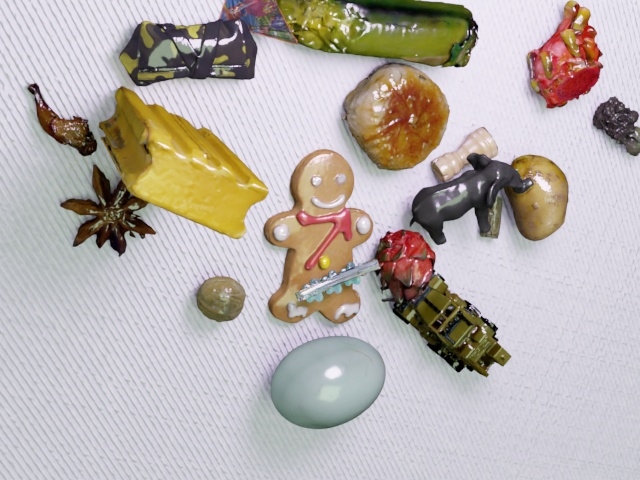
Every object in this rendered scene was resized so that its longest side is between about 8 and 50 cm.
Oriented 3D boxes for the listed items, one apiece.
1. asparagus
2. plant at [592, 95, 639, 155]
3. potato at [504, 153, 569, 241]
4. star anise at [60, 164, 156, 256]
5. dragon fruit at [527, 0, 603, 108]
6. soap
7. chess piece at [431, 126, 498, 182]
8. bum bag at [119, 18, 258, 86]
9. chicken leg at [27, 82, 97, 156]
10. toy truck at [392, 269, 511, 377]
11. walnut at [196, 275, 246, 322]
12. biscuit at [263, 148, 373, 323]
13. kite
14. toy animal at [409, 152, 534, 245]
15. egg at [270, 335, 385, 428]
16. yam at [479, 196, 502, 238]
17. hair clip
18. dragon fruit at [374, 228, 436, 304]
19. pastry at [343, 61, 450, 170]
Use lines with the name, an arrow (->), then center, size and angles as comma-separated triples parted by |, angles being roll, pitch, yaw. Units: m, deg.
asparagus -> 0.087, -0.370, 1.607 | 0.382, 0.128, 0.108 | 1, 148, -23
plant -> 0.631, -0.229, 1.927 | 0.085, 0.087, 0.174 | -34, 129, 30
potato -> 0.434, -0.088, 1.854 | 0.137, 0.137, 0.176 | -29, 120, -13
star anise -> -0.349, -0.048, 1.552 | 0.168, 0.057, 0.168 | -9, 111, -23
dragon fruit -> 0.477, -0.355, 1.789 | 0.133, 0.150, 0.208 | -7, 106, -53
soap -> -0.224, -0.127, 1.435 | 0.204, 0.324, 0.096 | 26, 100, -27
chess piece -> 0.275, -0.163, 1.797 | 0.122, 0.066, 0.066 | -29, 117, -6
bum bag -> -0.214, -0.308, 1.524 | 0.232, 0.060, 0.107 | -6, 110, -23
chicken leg -> -0.415, -0.188, 1.488 | 0.145, 0.037, 0.062 | 38, 67, -30
toy truck -> 0.266, 0.172, 1.869 | 0.257, 0.127, 0.127 | 42, 89, -26
walnut -> -0.178, 0.105, 1.669 | 0.092, 0.092, 0.092 | -8, 110, -22
biscuit -> 0.000, 0.000, 1.734 | 0.216, 0.047, 0.340 | 0, 107, -26
kite -> -0.099, -0.402, 1.546 | 0.159, 0.010, 0.190 | -24, 95, 10
toy animal -> 0.285, -0.075, 1.757 | 0.245, 0.114, 0.146 | -32, 145, -1
egg -> 0.017, 0.266, 1.759 | 0.231, 0.168, 0.168 | -15, 113, -22
yam -> 0.344, -0.050, 1.874 | 0.043, 0.043, 0.094 | -4, 107, -23
hair clip -> 0.032, 0.077, 1.723 | 0.173, 0.049, 0.049 | -21, 115, -15
dragon fruit -> 0.159, 0.047, 1.774 | 0.121, 0.130, 0.142 | -3, 100, 17
pastry -> 0.145, -0.225, 1.696 | 0.182, 0.093, 0.192 | -44, 118, -8
